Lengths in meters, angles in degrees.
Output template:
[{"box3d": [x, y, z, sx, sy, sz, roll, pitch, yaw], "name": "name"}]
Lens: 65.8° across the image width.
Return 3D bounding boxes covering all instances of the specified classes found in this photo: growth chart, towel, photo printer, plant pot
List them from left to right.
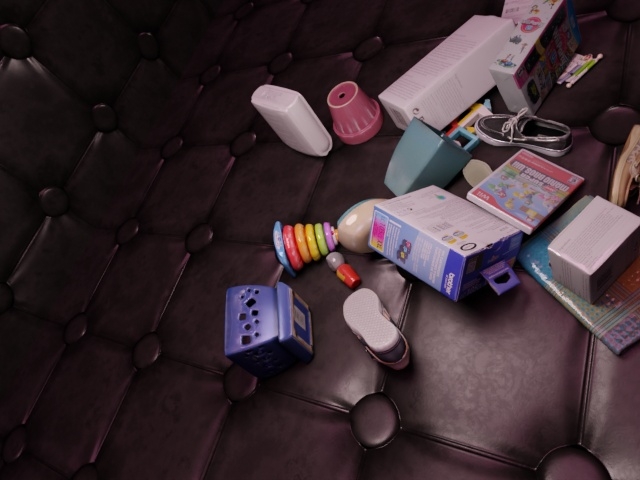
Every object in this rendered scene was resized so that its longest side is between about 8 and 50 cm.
[{"box3d": [-0.152, 0.274, 1.553, 0.211, 0.236, 0.236, -16, 53, 16], "name": "plant pot"}, {"box3d": [-0.100, -0.455, 1.929, 0.256, 0.307, 0.107, 28, 77, 43], "name": "photo printer"}, {"box3d": [0.122, -0.503, 1.910, 0.201, 0.180, 0.202, -15, 55, 22], "name": "plant pot"}, {"box3d": [0.330, -0.240, 1.608, 0.234, 0.165, 0.166, -57, 43, 21], "name": "plant pot"}, {"box3d": [0.787, -0.588, 1.664, 0.172, 0.021, 0.237, -47, 48, -2], "name": "growth chart"}, {"box3d": [0.722, 0.076, 1.269, 0.271, 0.040, 0.370, -38, 50, 5], "name": "towel"}]

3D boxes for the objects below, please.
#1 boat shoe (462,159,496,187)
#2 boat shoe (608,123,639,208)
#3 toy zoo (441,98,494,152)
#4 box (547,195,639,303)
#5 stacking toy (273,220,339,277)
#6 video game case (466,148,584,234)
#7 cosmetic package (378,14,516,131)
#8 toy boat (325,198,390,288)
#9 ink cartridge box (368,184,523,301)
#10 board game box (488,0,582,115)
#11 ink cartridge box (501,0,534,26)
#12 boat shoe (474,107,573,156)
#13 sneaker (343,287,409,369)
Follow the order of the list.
[{"box3d": [0.536, -0.177, 1.526, 0.228, 0.068, 0.081, 49, 121, 43], "name": "boat shoe"}, {"box3d": [0.845, -0.196, 1.320, 0.089, 0.105, 0.285, 20, 68, 30], "name": "boat shoe"}, {"box3d": [0.477, -0.381, 1.714, 0.293, 0.030, 0.192, -43, 48, 1], "name": "toy zoo"}, {"box3d": [0.660, 0.026, 1.191, 0.182, 0.181, 0.119, -45, 51, -2], "name": "box"}, {"box3d": [0.000, 0.000, 1.706, 0.301, 0.166, 0.175, -14, 63, 5], "name": "stacking toy"}, {"box3d": [0.583, -0.148, 1.404, 0.285, 0.025, 0.204, -36, 56, -26], "name": "video game case"}, {"box3d": [0.455, -0.570, 1.728, 0.453, 0.161, 0.230, -39, 32, 4], "name": "cosmetic package"}, {"box3d": [0.121, -0.005, 1.579, 0.148, 0.267, 0.318, 47, 122, 36], "name": "toy boat"}, {"box3d": [0.365, 0.006, 1.376, 0.269, 0.151, 0.395, -20, 36, -33], "name": "ink cartridge box"}, {"box3d": [0.686, -0.590, 1.566, 0.097, 0.224, 0.304, 31, 88, 43], "name": "board game box"}, {"box3d": [0.751, -0.835, 1.795, 0.154, 0.093, 0.213, 4, 65, 32], "name": "ink cartridge box"}, {"box3d": [0.621, -0.346, 1.536, 0.306, 0.105, 0.113, 31, 82, 35], "name": "boat shoe"}, {"box3d": [0.160, 0.262, 1.449, 0.126, 0.128, 0.321, -33, 24, 2], "name": "sneaker"}]
